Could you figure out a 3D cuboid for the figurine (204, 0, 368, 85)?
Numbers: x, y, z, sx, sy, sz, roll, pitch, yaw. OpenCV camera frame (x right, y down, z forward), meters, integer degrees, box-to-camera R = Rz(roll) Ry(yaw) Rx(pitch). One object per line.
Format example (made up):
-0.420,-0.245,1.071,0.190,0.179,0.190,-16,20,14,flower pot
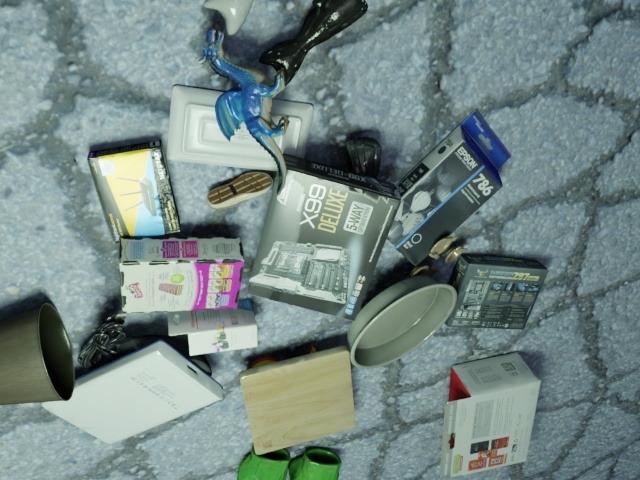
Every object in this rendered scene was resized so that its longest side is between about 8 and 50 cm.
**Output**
-0.063,-0.405,0.983,0.209,0.092,0.215,-43,120,13,figurine

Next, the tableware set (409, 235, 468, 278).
0.267,0.053,1.324,0.168,0.020,0.141,-49,151,17,tableware set

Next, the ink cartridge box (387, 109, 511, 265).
0.272,-0.110,1.256,0.332,0.065,0.165,-46,120,9,ink cartridge box

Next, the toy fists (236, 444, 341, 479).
-0.084,0.624,1.524,0.280,0.096,0.142,13,103,-21,toy fists

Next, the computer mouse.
-0.360,0.239,1.235,0.272,0.072,0.188,25,128,-25,computer mouse

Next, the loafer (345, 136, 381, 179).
0.076,-0.105,1.192,0.079,0.076,0.223,-3,113,-13,loafer

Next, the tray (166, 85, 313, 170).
-0.150,-0.204,1.093,0.271,0.030,0.145,3,115,-19,tray

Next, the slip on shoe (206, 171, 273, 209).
-0.160,-0.095,1.144,0.136,0.051,0.041,-25,162,-12,slip on shoe

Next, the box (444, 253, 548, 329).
0.433,0.131,1.436,0.233,0.059,0.183,4,116,-18,box

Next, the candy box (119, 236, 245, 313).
-0.280,0.070,1.152,0.234,0.071,0.159,-1,136,-18,candy box

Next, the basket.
-0.630,0.240,1.118,0.227,0.154,0.204,-10,105,-7,basket

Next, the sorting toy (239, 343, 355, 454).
-0.057,0.371,1.396,0.257,0.089,0.255,-12,120,-10,sorting toy

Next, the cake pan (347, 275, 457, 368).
0.185,0.188,1.336,0.294,0.054,0.293,-23,144,-18,cake pan

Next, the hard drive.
-0.403,0.336,1.238,0.319,0.040,0.210,-26,129,17,hard drive

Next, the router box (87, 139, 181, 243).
-0.348,-0.090,1.083,0.133,0.046,0.178,-12,120,-10,router box

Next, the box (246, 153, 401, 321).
0.000,0.000,1.166,0.243,0.076,0.307,15,120,-5,box

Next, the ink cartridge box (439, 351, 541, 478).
0.440,0.490,1.590,0.272,0.130,0.309,-8,119,-11,ink cartridge box

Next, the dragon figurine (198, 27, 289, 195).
-0.132,-0.226,1.008,0.144,0.085,0.288,-3,114,5,dragon figurine

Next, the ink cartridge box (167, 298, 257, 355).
-0.234,0.188,1.234,0.182,0.104,0.061,-5,118,-14,ink cartridge box
